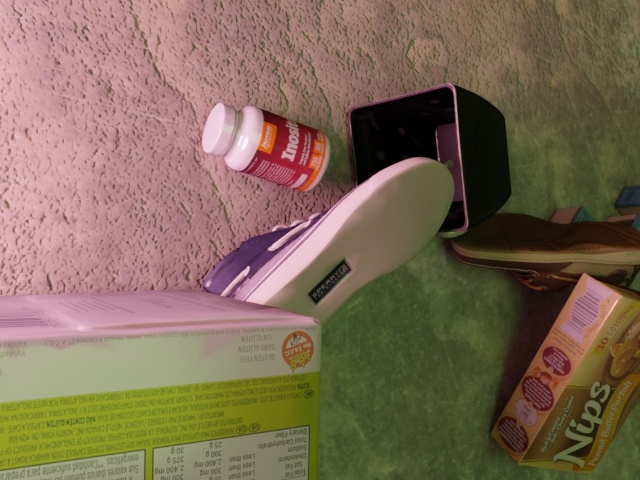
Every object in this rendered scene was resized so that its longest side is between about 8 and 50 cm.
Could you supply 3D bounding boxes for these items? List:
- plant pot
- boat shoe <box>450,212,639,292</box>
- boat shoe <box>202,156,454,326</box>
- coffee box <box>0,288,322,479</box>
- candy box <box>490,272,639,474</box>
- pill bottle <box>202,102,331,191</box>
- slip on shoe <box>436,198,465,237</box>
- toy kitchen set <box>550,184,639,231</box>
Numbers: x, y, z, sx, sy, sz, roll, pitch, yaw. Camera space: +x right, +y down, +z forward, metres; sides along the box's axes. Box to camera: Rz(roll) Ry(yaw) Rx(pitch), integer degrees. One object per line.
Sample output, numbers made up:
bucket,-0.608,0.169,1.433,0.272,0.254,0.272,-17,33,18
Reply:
plant pot,0.170,-0.110,0.959,0.167,0.188,0.187,-9,94,-44
boat shoe,0.368,0.037,1.089,0.342,0.123,0.123,0,121,-15
boat shoe,0.000,0.000,0.840,0.340,0.158,0.127,-38,125,-15
coffee box,-0.228,0.227,0.628,0.338,0.338,0.334,0,91,-31
candy box,0.434,0.224,1.087,0.183,0.087,0.316,17,107,-29
pill bottle,-0.070,-0.122,0.864,0.152,0.086,0.086,15,83,-29
slip on shoe,0.227,-0.048,1.052,0.135,0.051,0.041,-29,121,-30
toy kitchen set,0.535,-0.053,1.193,0.166,0.122,0.207,44,69,-22
